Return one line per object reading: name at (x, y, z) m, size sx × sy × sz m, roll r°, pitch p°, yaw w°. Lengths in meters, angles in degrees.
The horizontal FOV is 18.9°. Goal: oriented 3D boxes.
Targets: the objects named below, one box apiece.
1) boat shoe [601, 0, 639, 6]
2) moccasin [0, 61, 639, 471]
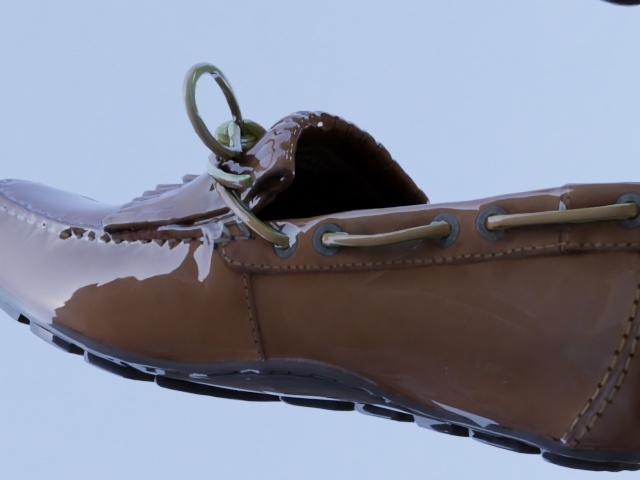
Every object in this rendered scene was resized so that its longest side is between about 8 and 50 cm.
boat shoe at (0.059, -0.180, 0.626) m, size 0.127 × 0.113 × 0.340 m, roll -44°, pitch -31°, yaw -10°
moccasin at (-0.002, 0.000, 0.838) m, size 0.139 × 0.380 × 0.147 m, roll 0°, pitch -85°, yaw -48°
